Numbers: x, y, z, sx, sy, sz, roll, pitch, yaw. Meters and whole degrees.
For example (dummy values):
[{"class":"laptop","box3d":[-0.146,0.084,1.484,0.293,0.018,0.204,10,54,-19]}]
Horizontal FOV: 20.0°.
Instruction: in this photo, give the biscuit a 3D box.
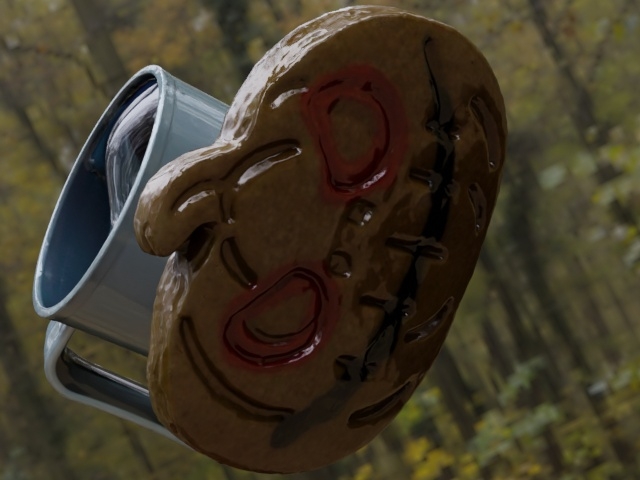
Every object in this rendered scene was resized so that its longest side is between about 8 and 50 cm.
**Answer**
[{"class":"biscuit","box3d":[0.001,0.000,1.351,0.314,0.063,0.367,16,-82,-44]}]

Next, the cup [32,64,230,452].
[{"class":"cup","box3d":[-0.096,0.044,1.762,0.331,0.311,0.257,-66,21,-3]}]
